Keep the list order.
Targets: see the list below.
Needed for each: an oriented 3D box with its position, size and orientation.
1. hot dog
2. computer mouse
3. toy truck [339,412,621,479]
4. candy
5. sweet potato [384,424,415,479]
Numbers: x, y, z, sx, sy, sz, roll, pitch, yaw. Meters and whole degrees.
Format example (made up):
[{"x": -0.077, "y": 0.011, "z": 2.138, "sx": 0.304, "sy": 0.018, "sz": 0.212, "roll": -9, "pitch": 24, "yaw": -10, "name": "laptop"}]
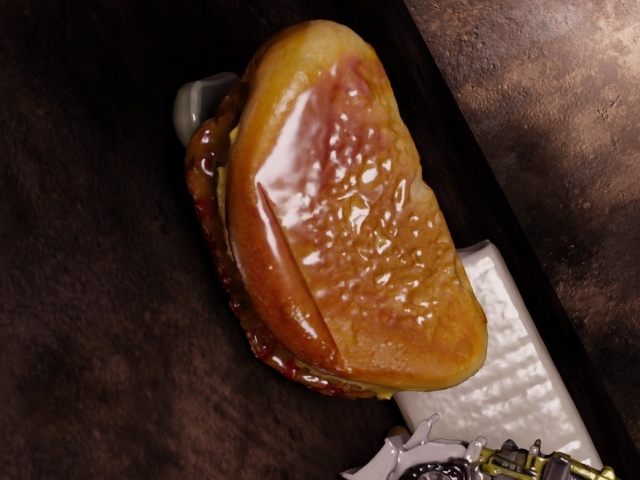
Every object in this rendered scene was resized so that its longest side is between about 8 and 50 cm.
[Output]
[{"x": 0.000, "y": 0.000, "z": 0.975, "sx": 0.185, "sy": 0.223, "sz": 0.405, "roll": 9, "pitch": -53, "yaw": 65, "name": "hot dog"}, {"x": -0.123, "y": -0.139, "z": 1.079, "sx": 0.182, "sy": 0.056, "sz": 0.089, "roll": -50, "pitch": 133, "yaw": -66, "name": "computer mouse"}, {"x": 0.171, "y": 0.248, "z": 1.011, "sx": 0.136, "sy": 0.285, "sz": 0.111, "roll": 31, "pitch": 74, "yaw": -73, "name": "toy truck"}, {"x": 0.193, "y": 0.185, "z": 1.224, "sx": 0.145, "sy": 0.208, "sz": 0.359, "roll": 7, "pitch": 58, "yaw": -84, "name": "candy"}, {"x": 0.103, "y": 0.286, "z": 1.130, "sx": 0.182, "sy": 0.054, "sz": 0.053, "roll": -89, "pitch": 156, "yaw": -56, "name": "sweet potato"}]
